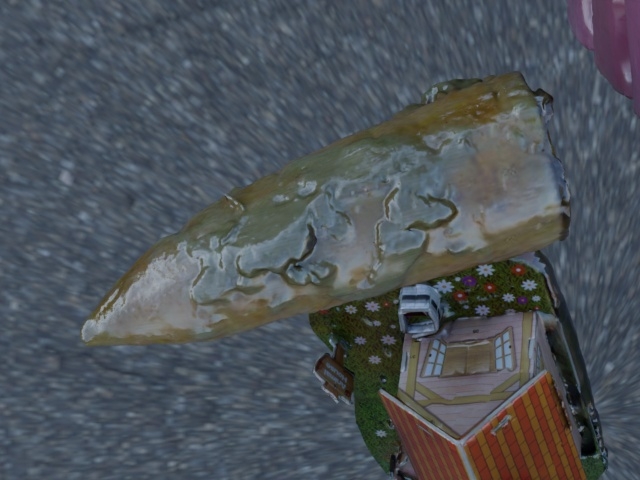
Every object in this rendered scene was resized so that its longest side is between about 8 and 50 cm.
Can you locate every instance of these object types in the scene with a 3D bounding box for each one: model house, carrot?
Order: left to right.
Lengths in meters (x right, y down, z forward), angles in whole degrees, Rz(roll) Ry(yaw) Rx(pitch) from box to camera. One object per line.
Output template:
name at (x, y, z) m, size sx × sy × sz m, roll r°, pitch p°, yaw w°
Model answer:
carrot at (0.000, 0.000, 0.910) m, size 0.263 × 0.102 × 0.102 m, roll -21°, pitch 82°, yaw 1°
model house at (0.109, 0.161, 1.426) m, size 0.207 × 0.294 × 0.154 m, roll -8°, pitch 44°, yaw 17°

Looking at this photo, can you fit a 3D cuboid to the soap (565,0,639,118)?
soap at (0.176, -0.257, 0.895) m, size 0.128 × 0.233 × 0.359 m, roll -11°, pitch 111°, yaw 0°
